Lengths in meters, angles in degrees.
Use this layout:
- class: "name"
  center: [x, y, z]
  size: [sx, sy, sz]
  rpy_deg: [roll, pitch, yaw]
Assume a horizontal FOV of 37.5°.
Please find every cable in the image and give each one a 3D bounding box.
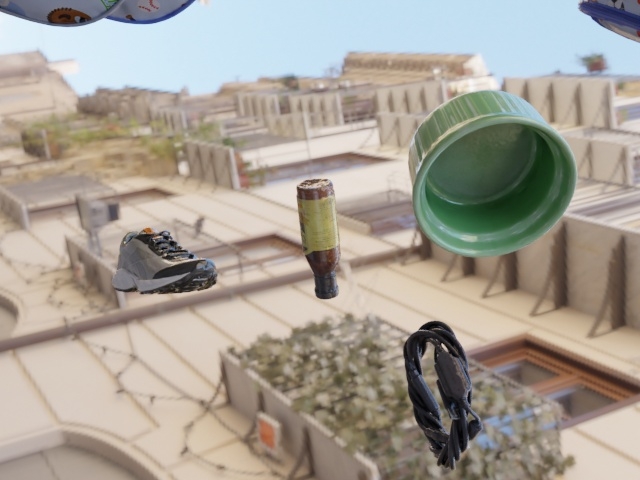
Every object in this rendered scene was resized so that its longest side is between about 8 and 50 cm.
- class: "cable"
  center: [0.148, 0.188, 1.164]
  size: [0.184, 0.047, 0.150]
  rpy_deg: [-113, -160, -45]

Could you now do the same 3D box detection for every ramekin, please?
- class: "ramekin"
  center: [0.307, -0.131, 1.754]
  size: [0.148, 0.304, 0.303]
  rpy_deg: [-102, -165, -53]

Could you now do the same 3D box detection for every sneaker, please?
- class: "sneaker"
  center: [-0.257, 0.032, 1.502]
  size: [0.272, 0.100, 0.108]
  rpy_deg: [2, -88, 52]

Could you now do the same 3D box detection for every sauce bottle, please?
- class: "sauce bottle"
  center: [0.000, 0.000, 0.984]
  size: [0.042, 0.042, 0.128]
  rpy_deg: [29, -50, 57]

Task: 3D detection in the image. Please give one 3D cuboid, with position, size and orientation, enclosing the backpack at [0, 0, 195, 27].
- class: "backpack"
  center: [-0.172, -0.276, 0.643]
  size: [0.276, 0.263, 0.213]
  rpy_deg: [-50, -145, 46]

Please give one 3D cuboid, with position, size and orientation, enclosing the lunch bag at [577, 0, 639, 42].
- class: "lunch bag"
  center: [0.492, -0.273, 1.194]
  size: [0.243, 0.303, 0.115]
  rpy_deg: [43, -64, 56]
